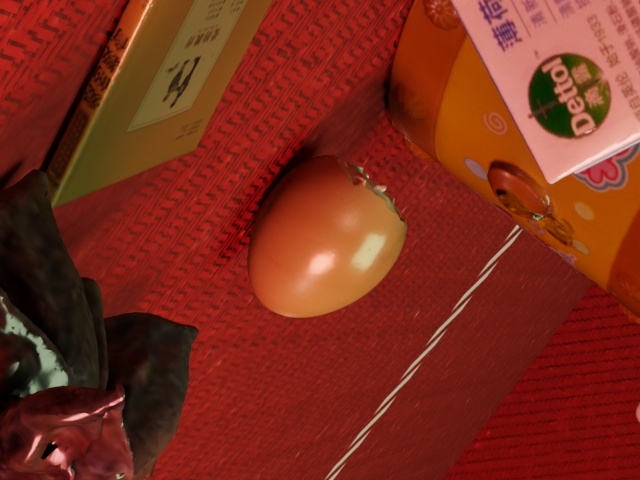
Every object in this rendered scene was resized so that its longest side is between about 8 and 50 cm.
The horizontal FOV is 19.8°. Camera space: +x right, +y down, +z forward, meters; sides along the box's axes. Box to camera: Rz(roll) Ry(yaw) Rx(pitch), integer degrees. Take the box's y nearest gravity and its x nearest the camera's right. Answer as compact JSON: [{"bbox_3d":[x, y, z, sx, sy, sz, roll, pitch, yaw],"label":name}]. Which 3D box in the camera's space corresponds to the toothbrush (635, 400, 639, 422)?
[{"bbox_3d":[0.250,-0.007,0.990,0.040,0.040,0.386,-41,162,-37],"label":"toothbrush"}]

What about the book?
[{"bbox_3d":[-0.049,-0.094,0.757,0.172,0.012,0.118,-59,164,27],"label":"book"}]

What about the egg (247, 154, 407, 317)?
[{"bbox_3d":[0.000,0.000,1.015,0.096,0.080,0.080,-44,167,5],"label":"egg"}]

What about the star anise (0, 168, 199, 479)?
[{"bbox_3d":[-0.137,0.090,0.724,0.212,0.129,0.283,-49,172,10],"label":"star anise"}]

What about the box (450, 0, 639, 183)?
[{"bbox_3d":[0.107,-0.139,0.677,0.139,0.194,0.073,-28,180,30],"label":"box"}]

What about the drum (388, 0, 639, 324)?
[{"bbox_3d":[0.248,-0.168,1.108,0.431,0.214,0.431,-49,166,-17],"label":"drum"}]
